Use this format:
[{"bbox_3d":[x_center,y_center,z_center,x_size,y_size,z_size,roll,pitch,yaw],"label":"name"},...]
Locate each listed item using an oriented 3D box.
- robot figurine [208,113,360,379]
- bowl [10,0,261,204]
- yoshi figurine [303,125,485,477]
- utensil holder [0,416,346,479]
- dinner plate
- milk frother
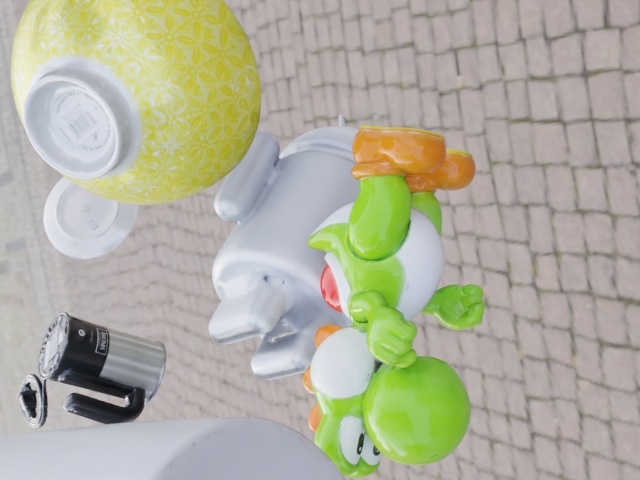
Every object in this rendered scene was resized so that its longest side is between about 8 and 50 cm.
[{"bbox_3d":[0.000,0.000,1.337,0.300,0.353,0.199,46,144,-22],"label":"robot figurine"},{"bbox_3d":[-0.225,-0.149,1.155,0.289,0.156,0.290,12,123,18],"label":"bowl"},{"bbox_3d":[0.096,0.075,1.116,0.203,0.203,0.362,-179,100,-75],"label":"yoshi figurine"},{"bbox_3d":[-0.190,0.298,0.817,0.385,0.327,0.328,-13,89,36],"label":"utensil holder"},{"bbox_3d":[-0.322,-0.043,1.513,0.017,0.141,0.141,54,-167,-70],"label":"dinner plate"},{"bbox_3d":[-0.286,0.173,1.341,0.143,0.134,0.129,-26,50,49],"label":"milk frother"}]
